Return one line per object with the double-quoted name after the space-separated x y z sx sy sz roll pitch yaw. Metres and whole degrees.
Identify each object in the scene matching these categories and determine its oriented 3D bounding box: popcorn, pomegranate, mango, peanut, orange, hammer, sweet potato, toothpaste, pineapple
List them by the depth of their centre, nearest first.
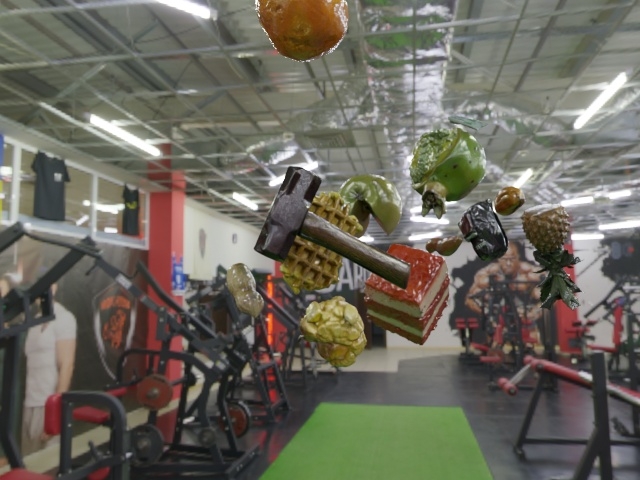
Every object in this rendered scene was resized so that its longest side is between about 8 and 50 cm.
0.052 0.001 1.332 0.408 0.243 0.095 27 -3 -1 "hammer"
0.586 0.048 1.341 0.130 0.277 0.119 -22 15 -6 "pineapple"
0.043 0.230 1.385 0.194 0.163 0.140 43 12 -18 "popcorn"
-0.048 -0.627 1.440 0.261 0.261 0.261 -1 -6 0 "orange"
0.365 0.017 1.549 0.055 0.058 0.202 13 -9 -16 "sweet potato"
-0.238 0.161 1.661 0.085 0.228 0.104 -7 -47 -25 "peanut"
0.412 -0.222 1.750 0.260 0.341 0.260 17 -23 7 "pomegranate"
0.721 -0.154 1.989 0.084 0.105 0.159 0 -14 -20 "mango"
0.624 -0.510 2.267 0.064 0.041 0.218 -28 32 -16 "toothpaste"

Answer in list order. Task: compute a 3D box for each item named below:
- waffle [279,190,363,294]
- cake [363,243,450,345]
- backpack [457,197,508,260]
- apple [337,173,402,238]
-0.007 0.006 1.519 0.301 0.282 0.058 -43 25 -20 "waffle"
0.348 0.201 2.098 0.270 0.269 0.320 21 -33 27 "cake"
0.458 -0.022 1.487 0.105 0.165 0.120 -15 -21 -3 "backpack"
0.196 -0.140 2.211 0.291 0.292 0.254 -3 -22 20 "apple"
